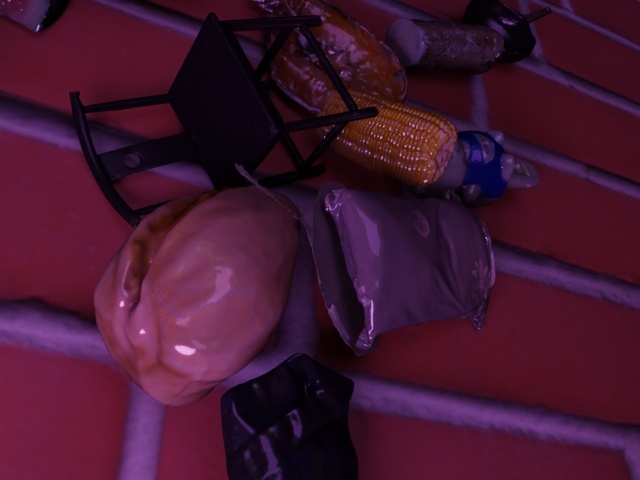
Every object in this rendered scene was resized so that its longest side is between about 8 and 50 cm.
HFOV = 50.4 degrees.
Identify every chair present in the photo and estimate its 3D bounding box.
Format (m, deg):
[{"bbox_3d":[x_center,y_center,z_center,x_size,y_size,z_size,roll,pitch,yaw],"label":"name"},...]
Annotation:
[{"bbox_3d":[-0.097,-0.131,0.694,0.260,0.141,0.155,-19,74,-39],"label":"chair"}]

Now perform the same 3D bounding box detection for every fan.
[{"bbox_3d":[-0.001,0.000,0.622,0.310,0.010,0.182,42,39,-55],"label":"fan"}]

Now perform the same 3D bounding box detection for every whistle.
[{"bbox_3d":[0.184,-0.095,0.859,0.244,0.092,0.110,3,55,-27],"label":"whistle"}]

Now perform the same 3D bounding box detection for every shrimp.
[{"bbox_3d":[-0.022,-0.257,0.874,0.317,0.062,0.164,45,56,5],"label":"shrimp"}]

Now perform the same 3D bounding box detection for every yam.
[{"bbox_3d":[0.184,-0.285,0.996,0.179,0.078,0.078,-4,62,-32],"label":"yam"}]

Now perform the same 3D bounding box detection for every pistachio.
[{"bbox_3d":[-0.091,0.033,0.587,0.157,0.157,0.229,36,40,-4],"label":"pistachio"}]

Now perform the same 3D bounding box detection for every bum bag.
[{"bbox_3d":[-0.018,0.240,0.533,0.137,0.074,0.310,15,58,-36],"label":"bum bag"}]

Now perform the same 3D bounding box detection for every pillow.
[{"bbox_3d":[0.112,0.021,0.706,0.255,0.059,0.169,-2,82,-49],"label":"pillow"}]

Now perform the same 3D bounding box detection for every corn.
[{"bbox_3d":[0.071,-0.121,0.773,0.165,0.085,0.063,29,28,28],"label":"corn"}]

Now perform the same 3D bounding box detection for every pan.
[{"bbox_3d":[0.317,-0.338,1.126,0.201,0.048,0.128,0,62,-28],"label":"pan"}]

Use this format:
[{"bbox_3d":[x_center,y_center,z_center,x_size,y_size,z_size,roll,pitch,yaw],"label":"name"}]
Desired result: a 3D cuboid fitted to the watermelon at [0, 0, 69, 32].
[{"bbox_3d":[-0.329,-0.332,0.689,0.202,0.207,0.136,-37,55,-25],"label":"watermelon"}]
